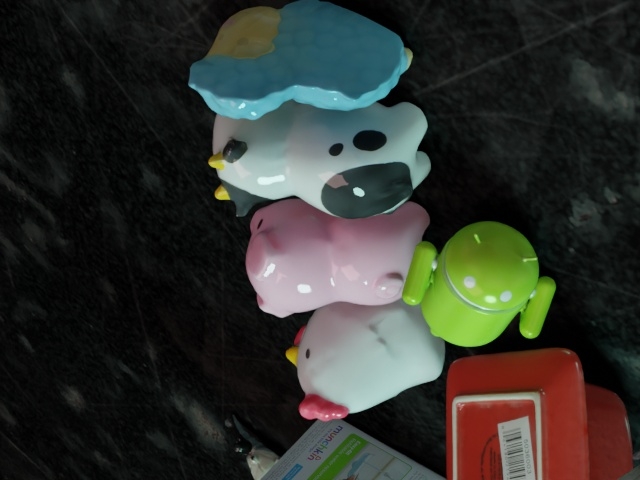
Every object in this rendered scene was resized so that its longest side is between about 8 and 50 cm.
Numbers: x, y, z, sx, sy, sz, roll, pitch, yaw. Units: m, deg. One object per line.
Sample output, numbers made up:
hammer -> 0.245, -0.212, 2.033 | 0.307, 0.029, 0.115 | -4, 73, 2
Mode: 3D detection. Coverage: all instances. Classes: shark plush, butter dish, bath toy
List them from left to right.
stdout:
shark plush -> -0.048, 0.252, 1.473 | 0.161, 0.073, 0.067 | 35, 179, 11
bath toy -> 0.000, 0.000, 1.030 | 0.151, 0.129, 0.348 | 24, 144, 34
butter dish -> 0.171, 0.161, 1.024 | 0.160, 0.118, 0.160 | -14, 73, 59

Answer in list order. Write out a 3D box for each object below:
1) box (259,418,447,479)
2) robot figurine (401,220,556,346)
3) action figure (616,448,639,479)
box -> 0.018, 0.315, 1.249 | 0.231, 0.262, 0.127 | 25, 144, 32
robot figurine -> 0.109, 0.030, 0.984 | 0.101, 0.067, 0.115 | 18, 149, -5
action figure -> 0.273, 0.169, 0.870 | 0.164, 0.141, 0.276 | 36, 152, 22
